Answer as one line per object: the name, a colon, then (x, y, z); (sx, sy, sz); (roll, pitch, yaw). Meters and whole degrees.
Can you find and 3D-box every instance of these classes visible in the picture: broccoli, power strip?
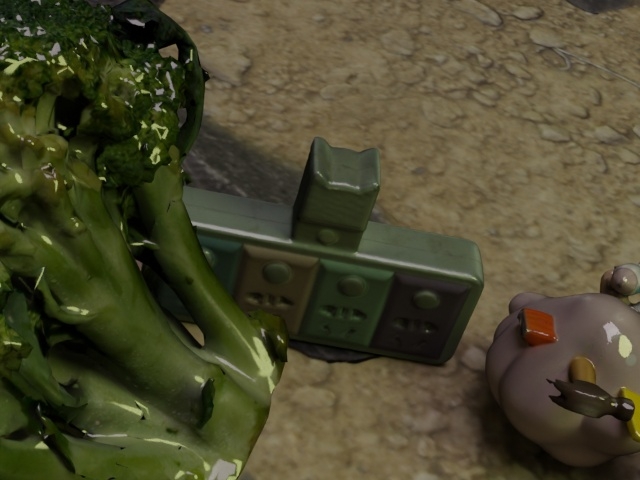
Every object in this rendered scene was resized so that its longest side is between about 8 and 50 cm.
broccoli: (-0.163, 0.039, 0.536); (0.283, 0.304, 0.321); (33, 63, -18)
power strip: (0.000, 0.000, 0.705); (0.216, 0.145, 0.061); (10, 43, -9)

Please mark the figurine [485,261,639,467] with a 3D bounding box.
figurine: (0.183, 0.080, 0.714); (0.229, 0.112, 0.137); (-14, 56, -48)
